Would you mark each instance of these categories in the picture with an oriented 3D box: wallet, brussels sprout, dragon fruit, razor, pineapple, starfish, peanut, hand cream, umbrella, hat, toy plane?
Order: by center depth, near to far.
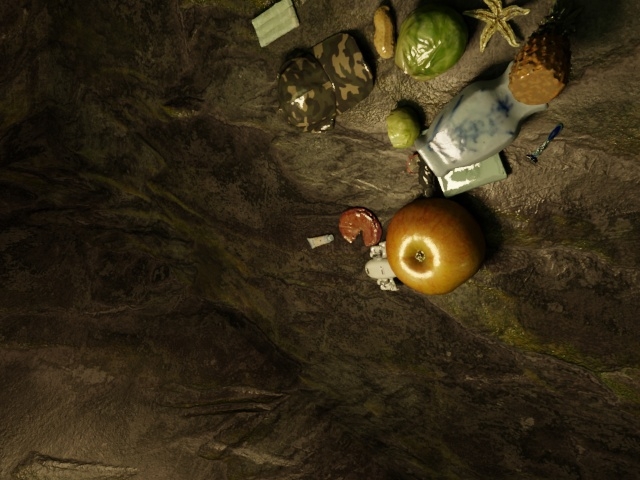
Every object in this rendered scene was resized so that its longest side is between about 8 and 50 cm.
[{"bbox_3d":[0.651,-0.562,1.215,0.169,0.341,0.169,20,164,6],"label":"pineapple"},{"bbox_3d":[0.551,-0.685,1.345,0.208,0.053,0.176,38,135,11],"label":"starfish"},{"bbox_3d":[0.364,-0.653,1.403,0.244,0.244,0.244,18,129,24],"label":"brussels sprout"},{"bbox_3d":[0.773,-0.332,1.455,0.044,0.028,0.155,36,135,9],"label":"razor"},{"bbox_3d":[0.226,-0.746,1.519,0.080,0.080,0.175,8,121,31],"label":"peanut"},{"bbox_3d":[0.542,-0.327,1.607,0.251,0.054,0.291,-16,103,36],"label":"wallet"},{"bbox_3d":[0.324,-0.435,1.623,0.122,0.149,0.152,-10,128,24],"label":"brussels sprout"},{"bbox_3d":[0.415,-0.277,1.658,0.066,0.059,0.236,43,149,57],"label":"umbrella"},{"bbox_3d":[0.002,-0.619,1.688,0.366,0.257,0.381,57,153,-15],"label":"hat"},{"bbox_3d":[0.390,-0.317,1.720,0.083,0.056,0.060,-39,71,30],"label":"dragon fruit"},{"bbox_3d":[0.327,0.127,2.034,0.252,0.118,0.252,15,117,32],"label":"toy plane"},{"bbox_3d":[0.000,0.000,2.229,0.170,0.043,0.065,-15,105,46],"label":"hand cream"}]

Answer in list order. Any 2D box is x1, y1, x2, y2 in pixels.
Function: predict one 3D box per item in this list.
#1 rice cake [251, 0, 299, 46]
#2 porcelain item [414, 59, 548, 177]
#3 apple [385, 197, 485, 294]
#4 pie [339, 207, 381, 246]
[{"bbox_3d":[-0.182,-0.891,1.728,0.211,0.038,0.124,-4,118,36],"label":"rice cake"},{"bbox_3d":[0.532,-0.396,1.437,0.405,0.178,0.243,-36,97,31],"label":"porcelain item"},{"bbox_3d":[0.458,0.032,1.722,0.400,0.334,0.401,18,131,21],"label":"apple"},{"bbox_3d":[0.187,-0.063,2.043,0.218,0.054,0.205,2,121,34],"label":"pie"}]
